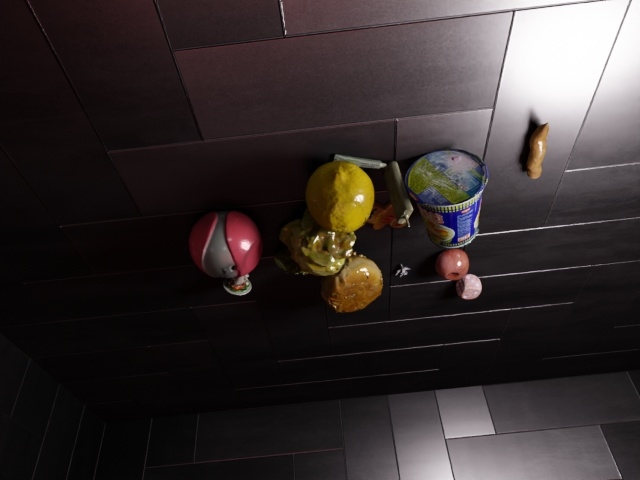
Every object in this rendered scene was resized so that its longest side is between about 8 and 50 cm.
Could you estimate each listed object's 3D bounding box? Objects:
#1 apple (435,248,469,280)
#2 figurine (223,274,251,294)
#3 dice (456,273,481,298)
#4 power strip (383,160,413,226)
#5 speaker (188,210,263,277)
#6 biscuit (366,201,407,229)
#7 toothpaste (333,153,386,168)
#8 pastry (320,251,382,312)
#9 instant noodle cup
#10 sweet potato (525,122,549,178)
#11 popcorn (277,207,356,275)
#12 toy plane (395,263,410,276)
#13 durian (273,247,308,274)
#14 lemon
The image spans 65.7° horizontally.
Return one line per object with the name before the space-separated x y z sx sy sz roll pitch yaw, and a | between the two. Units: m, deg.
apple | 0.597 0.113 2.248 0.153 0.120 0.153 -2 140 -2
figurine | -0.360 0.150 2.214 0.132 0.132 0.154 7 126 -14
dice | 0.721 0.225 2.413 0.091 0.093 0.094 5 137 -11
power strip | 0.281 -0.160 1.785 0.034 0.268 0.092 -3 149 -16
speaker | -0.388 0.018 1.995 0.294 0.294 0.294 -3 140 -2
biscuit | 0.252 -0.101 2.027 0.250 0.036 0.165 15 137 -22
toothpaste | 0.145 -0.284 1.805 0.197 0.029 0.048 6 142 -8
pastry | 0.133 0.182 2.232 0.284 0.184 0.316 -14 140 -7
instant noodle cup | 0.474 -0.132 1.833 0.284 0.284 0.312 -13 141 10
sweet potato | 0.781 -0.333 1.784 0.059 0.067 0.281 17 148 26
popcorn | 0.002 0.001 1.966 0.293 0.293 0.237 2 177 -8
toy plane | 0.386 0.140 2.328 0.078 0.031 0.083 -23 141 -2
durian | -0.119 0.084 2.114 0.137 0.221 0.095 0 110 -20
lemon | 0.070 -0.151 1.782 0.253 0.253 0.310 -11 154 7
